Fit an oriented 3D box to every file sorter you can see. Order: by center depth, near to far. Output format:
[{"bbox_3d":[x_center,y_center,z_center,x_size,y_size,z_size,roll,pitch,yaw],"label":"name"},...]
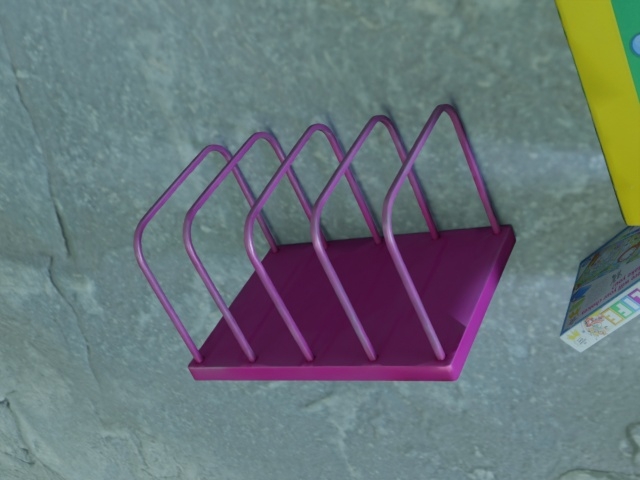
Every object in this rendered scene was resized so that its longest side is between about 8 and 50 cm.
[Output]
[{"bbox_3d":[0.000,0.000,0.929,0.291,0.202,0.182,-5,125,33],"label":"file sorter"}]

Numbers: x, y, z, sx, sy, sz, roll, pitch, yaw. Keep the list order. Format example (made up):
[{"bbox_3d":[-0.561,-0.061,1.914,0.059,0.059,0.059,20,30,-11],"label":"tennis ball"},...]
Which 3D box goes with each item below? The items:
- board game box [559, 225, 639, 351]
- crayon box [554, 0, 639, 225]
[{"bbox_3d":[0.280,0.024,0.866,0.026,0.103,0.154,35,139,-6],"label":"board game box"},{"bbox_3d":[0.348,-0.174,0.635,0.363,0.106,0.313,-6,127,32],"label":"crayon box"}]
